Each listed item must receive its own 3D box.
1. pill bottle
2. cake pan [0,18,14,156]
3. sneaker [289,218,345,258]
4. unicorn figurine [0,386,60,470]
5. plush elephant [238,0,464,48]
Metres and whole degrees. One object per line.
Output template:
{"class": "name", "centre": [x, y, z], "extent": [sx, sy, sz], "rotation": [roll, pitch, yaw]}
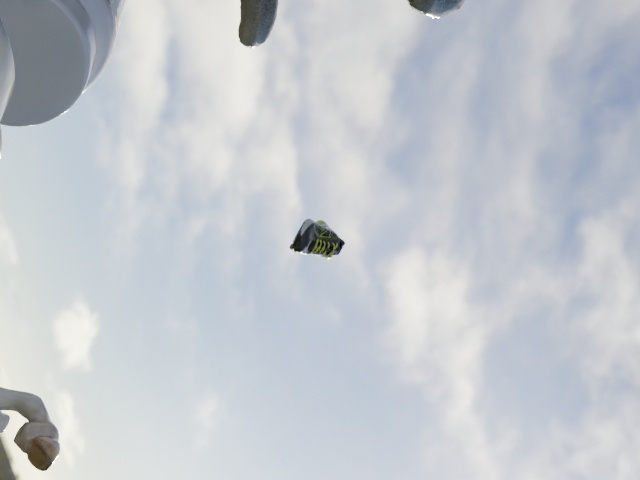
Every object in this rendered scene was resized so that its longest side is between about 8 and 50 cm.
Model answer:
{"class": "pill bottle", "centre": [-0.279, -0.228, 1.114], "extent": [0.283, 0.161, 0.161], "rotation": [-98, 178, -60]}
{"class": "cake pan", "centre": [-0.312, -0.147, 0.698], "extent": [0.293, 0.054, 0.293], "rotation": [22, -31, 14]}
{"class": "sneaker", "centre": [0.000, 0.000, 1.018], "extent": [0.035, 0.031, 0.083], "rotation": [33, 17, 12]}
{"class": "unicorn figurine", "centre": [-0.148, 0.072, 0.408], "extent": [0.111, 0.162, 0.060], "rotation": [31, -74, 35]}
{"class": "plush elephant", "centre": [-0.049, -0.337, 1.219], "extent": [0.255, 0.271, 0.330], "rotation": [-42, -126, 41]}
